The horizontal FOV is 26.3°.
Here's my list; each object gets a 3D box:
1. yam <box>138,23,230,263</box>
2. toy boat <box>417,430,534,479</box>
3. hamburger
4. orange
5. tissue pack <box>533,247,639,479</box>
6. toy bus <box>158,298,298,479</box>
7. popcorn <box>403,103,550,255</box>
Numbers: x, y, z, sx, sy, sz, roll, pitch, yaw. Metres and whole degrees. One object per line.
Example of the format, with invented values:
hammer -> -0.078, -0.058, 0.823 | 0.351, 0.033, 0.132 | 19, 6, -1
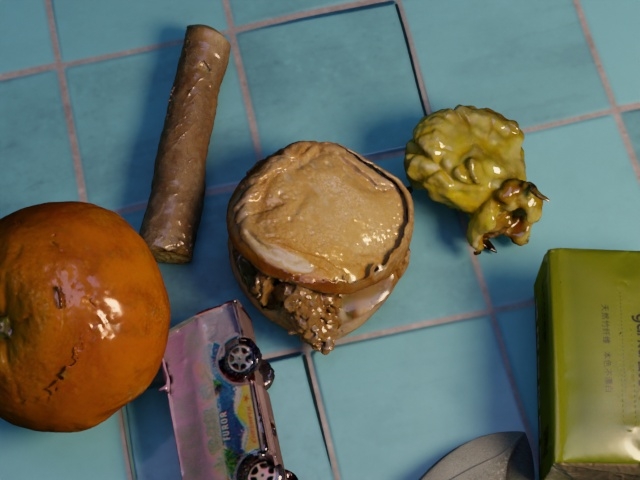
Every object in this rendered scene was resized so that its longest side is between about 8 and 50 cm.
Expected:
yam -> -0.181, -0.135, 1.867 | 0.081, 0.081, 0.357 | 8, 68, 4
toy boat -> 0.159, 0.349, 1.650 | 0.141, 0.092, 0.319 | 35, 64, 15
hamburger -> 0.000, 0.000, 1.773 | 0.243, 0.146, 0.286 | -6, 60, -9
orange -> -0.315, 0.093, 1.668 | 0.284, 0.226, 0.284 | 0, 89, 34
tissue pack -> 0.370, 0.163, 1.684 | 0.200, 0.167, 0.275 | 2, 67, 1
toy bus -> -0.114, 0.239, 1.690 | 0.138, 0.112, 0.317 | -16, 66, 5
popcorn -> 0.200, -0.085, 1.796 | 0.168, 0.173, 0.195 | 10, 51, -42
